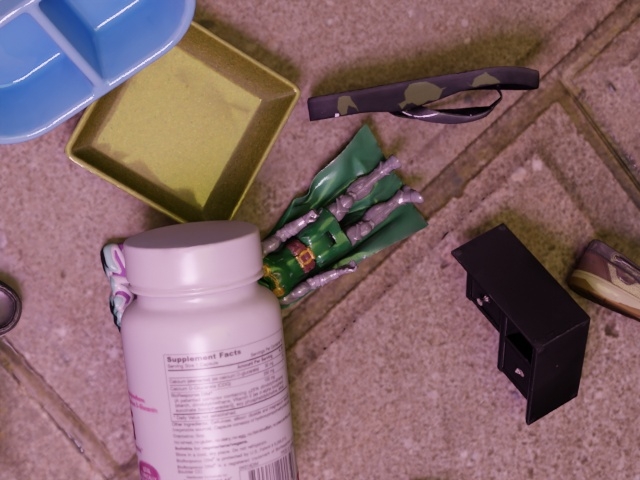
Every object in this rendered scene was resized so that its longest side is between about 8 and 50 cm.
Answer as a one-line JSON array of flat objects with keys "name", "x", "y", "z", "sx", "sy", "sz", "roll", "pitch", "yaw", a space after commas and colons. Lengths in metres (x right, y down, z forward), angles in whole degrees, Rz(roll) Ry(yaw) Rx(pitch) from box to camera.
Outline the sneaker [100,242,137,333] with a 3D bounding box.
[{"name": "sneaker", "x": -0.183, "y": 0.047, "z": 1.559, "sx": 0.069, "sy": 0.038, "sz": 0.098, "roll": -11, "pitch": 96, "yaw": -19}]

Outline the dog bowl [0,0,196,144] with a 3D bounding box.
[{"name": "dog bowl", "x": -0.246, "y": -0.201, "z": 1.437, "sx": 0.297, "sy": 0.074, "sz": 0.166, "roll": -33, "pitch": 136, "yaw": 6}]

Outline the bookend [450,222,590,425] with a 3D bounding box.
[{"name": "bookend", "x": 0.216, "y": 0.092, "z": 1.677, "sx": 0.072, "sy": 0.156, "sz": 0.157, "roll": -28, "pitch": 57, "yaw": -17}]

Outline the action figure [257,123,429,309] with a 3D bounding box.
[{"name": "action figure", "x": 0.000, "y": 0.000, "z": 1.616, "sx": 0.232, "sy": 0.063, "sz": 0.137, "roll": -38, "pitch": 107, "yaw": -11}]

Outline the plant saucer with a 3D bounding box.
[{"name": "plant saucer", "x": -0.144, "y": -0.122, "z": 1.565, "sx": 0.188, "sy": 0.045, "sz": 0.188, "roll": 31, "pitch": 81, "yaw": -18}]

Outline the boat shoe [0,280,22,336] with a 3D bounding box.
[{"name": "boat shoe", "x": -0.400, "y": 0.054, "z": 1.462, "sx": 0.233, "sy": 0.079, "sz": 0.084, "roll": 14, "pitch": 85, "yaw": -21}]

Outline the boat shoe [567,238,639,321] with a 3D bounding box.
[{"name": "boat shoe", "x": 0.393, "y": 0.065, "z": 1.747, "sx": 0.223, "sy": 0.080, "sz": 0.073, "roll": 23, "pitch": 89, "yaw": -15}]

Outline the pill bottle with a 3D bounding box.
[{"name": "pill bottle", "x": -0.112, "y": 0.131, "z": 1.508, "sx": 0.160, "sy": 0.160, "sz": 0.283, "roll": -9, "pitch": 101, "yaw": -19}]

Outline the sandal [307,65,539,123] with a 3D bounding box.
[{"name": "sandal", "x": 0.112, "y": -0.147, "z": 1.637, "sx": 0.254, "sy": 0.097, "sz": 0.054, "roll": -10, "pitch": 94, "yaw": -9}]
